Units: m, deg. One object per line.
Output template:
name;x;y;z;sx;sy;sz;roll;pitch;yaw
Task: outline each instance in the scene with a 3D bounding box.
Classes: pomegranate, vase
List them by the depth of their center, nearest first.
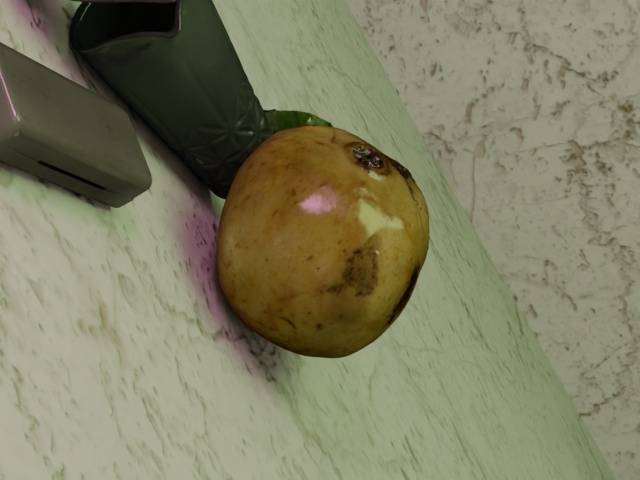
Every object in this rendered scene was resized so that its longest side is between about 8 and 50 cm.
pomegranate;0.000;0.000;1.556;0.260;0.260;0.260;55;16;-24
vase;-0.154;-0.180;1.587;0.251;0.156;0.301;41;-11;46

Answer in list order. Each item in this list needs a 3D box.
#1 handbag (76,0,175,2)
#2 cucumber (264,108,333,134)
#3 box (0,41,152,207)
handbag;-0.199;-0.306;1.451;0.173;0.117;0.095;-93;-173;-51
cucumber;-0.031;-0.045;1.773;0.134;0.134;0.244;47;24;-44
box;-0.241;-0.103;1.281;0.243;0.055;0.103;26;39;-66
